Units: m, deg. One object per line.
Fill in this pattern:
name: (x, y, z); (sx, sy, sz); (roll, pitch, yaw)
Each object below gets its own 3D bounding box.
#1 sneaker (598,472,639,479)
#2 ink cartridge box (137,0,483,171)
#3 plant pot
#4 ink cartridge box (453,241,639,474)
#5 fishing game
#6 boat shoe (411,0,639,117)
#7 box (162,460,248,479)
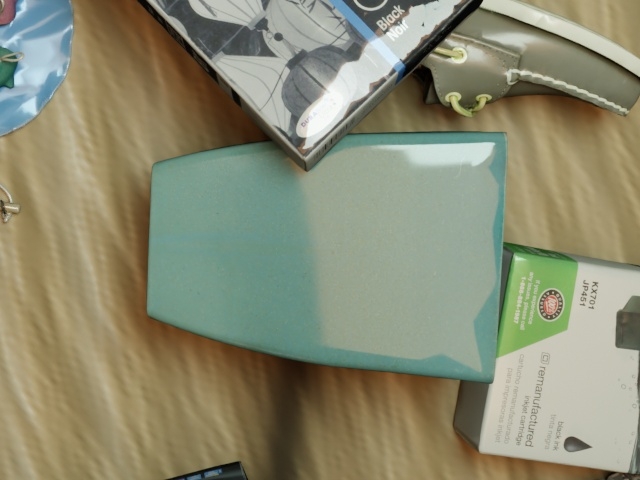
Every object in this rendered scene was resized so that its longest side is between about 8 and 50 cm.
sneaker: (0.202, 0.223, 1.144); (0.166, 0.065, 0.076); (-7, 99, -5)
ink cartridge box: (-0.066, -0.218, 0.956); (0.165, 0.065, 0.333); (-45, 86, -3)
plant pot: (0.000, 0.000, 1.053); (0.234, 0.165, 0.165); (3, 94, -2)
ink cartridge box: (0.219, 0.092, 1.121); (0.208, 0.087, 0.153); (8, 94, -9)
fishing game: (-0.268, -0.157, 1.065); (0.189, 0.041, 0.264); (15, 92, -11)
boat shoe: (0.086, -0.141, 1.079); (0.305, 0.109, 0.091); (19, 93, -2)
box: (-0.185, 0.243, 1.005); (0.307, 0.242, 0.076); (-12, 96, -5)
